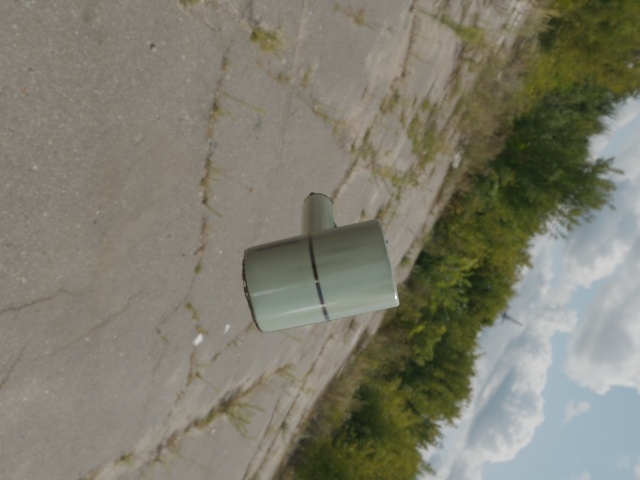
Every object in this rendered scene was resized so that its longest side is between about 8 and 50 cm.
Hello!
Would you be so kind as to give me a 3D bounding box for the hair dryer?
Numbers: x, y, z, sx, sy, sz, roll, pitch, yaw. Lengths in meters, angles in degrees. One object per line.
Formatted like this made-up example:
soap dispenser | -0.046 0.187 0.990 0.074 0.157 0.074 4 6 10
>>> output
hair dryer | 0.000 0.000 0.886 0.362 0.203 0.128 -91 167 -65
